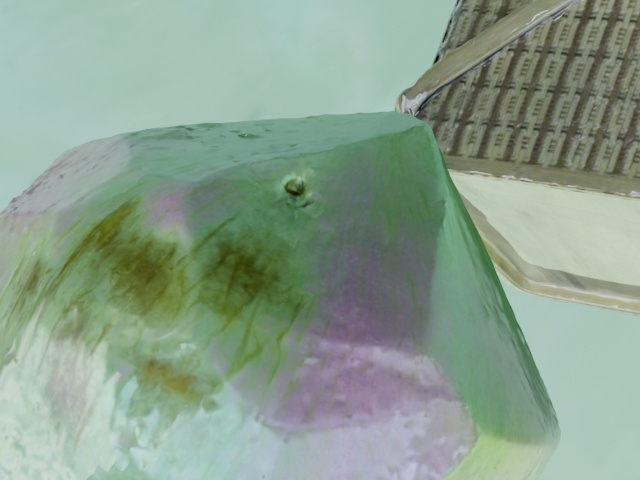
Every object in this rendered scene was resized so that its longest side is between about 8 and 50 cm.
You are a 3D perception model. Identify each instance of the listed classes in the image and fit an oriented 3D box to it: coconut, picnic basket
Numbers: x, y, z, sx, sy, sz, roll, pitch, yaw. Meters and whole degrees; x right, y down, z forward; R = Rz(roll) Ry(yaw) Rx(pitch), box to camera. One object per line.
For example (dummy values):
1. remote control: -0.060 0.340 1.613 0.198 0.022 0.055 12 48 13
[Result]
1. coconut: -0.021 0.056 0.606 0.236 0.204 0.236 -21 58 38
2. picnic basket: 0.230 -0.064 1.055 0.312 0.175 0.228 10 161 36
